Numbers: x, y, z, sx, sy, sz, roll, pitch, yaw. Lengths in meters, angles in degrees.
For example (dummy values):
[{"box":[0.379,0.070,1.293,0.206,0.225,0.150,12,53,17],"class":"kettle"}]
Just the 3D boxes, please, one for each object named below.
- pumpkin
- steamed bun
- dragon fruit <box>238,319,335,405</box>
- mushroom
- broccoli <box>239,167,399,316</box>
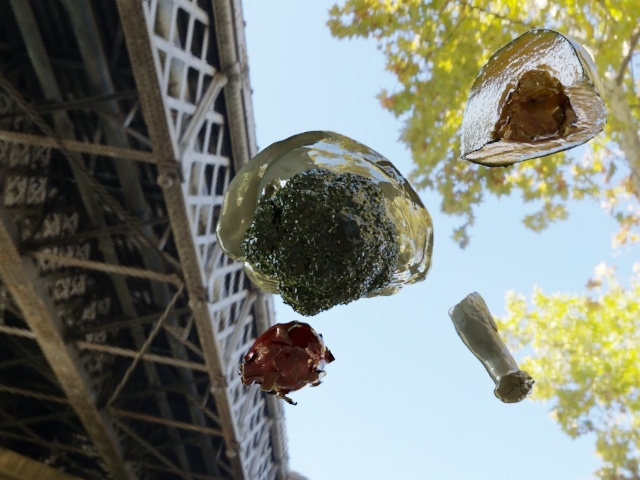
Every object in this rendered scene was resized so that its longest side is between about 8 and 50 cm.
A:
[{"box":[0.359,-0.232,1.159,0.169,0.148,0.312,1,-14,-22],"class":"pumpkin"},{"box":[0.009,-0.046,1.224,0.339,0.247,0.352,-7,-21,28],"class":"steamed bun"},{"box":[-0.057,0.198,1.245,0.166,0.136,0.133,-11,-48,-26],"class":"dragon fruit"},{"box":[0.319,0.205,1.389,0.081,0.223,0.092,-25,-24,-5],"class":"mushroom"},{"box":[0.000,0.000,0.758,0.138,0.162,0.146,-13,-86,68],"class":"broccoli"}]
